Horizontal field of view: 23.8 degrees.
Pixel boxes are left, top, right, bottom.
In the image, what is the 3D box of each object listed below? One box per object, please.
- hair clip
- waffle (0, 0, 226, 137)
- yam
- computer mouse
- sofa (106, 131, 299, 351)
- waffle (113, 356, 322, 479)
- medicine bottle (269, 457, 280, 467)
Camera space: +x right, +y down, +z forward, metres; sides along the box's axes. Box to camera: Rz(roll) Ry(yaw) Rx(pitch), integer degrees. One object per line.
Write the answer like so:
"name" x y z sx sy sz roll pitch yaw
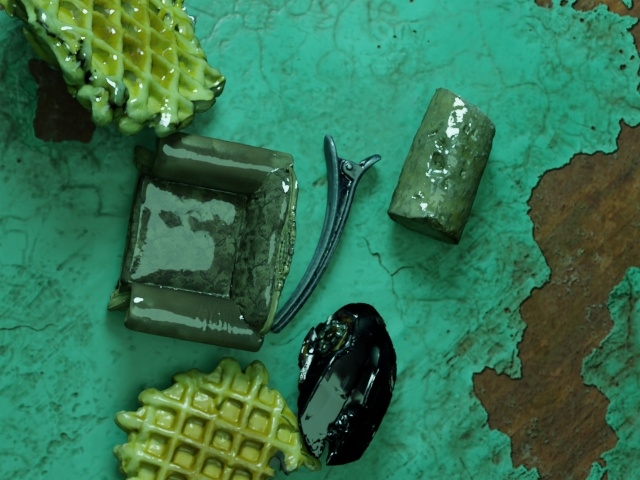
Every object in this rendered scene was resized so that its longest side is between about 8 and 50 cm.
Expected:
"hair clip" 0.000 0.000 2.031 0.083 0.048 0.275 21 85 -17
"waffle" -0.258 -0.267 1.884 0.317 0.073 0.297 57 33 4
"yam" 0.169 -0.103 2.047 0.107 0.107 0.194 22 83 -13
"computer mouse" 0.040 0.182 1.986 0.146 0.077 0.241 30 60 -19
"sofa" -0.149 -0.001 1.922 0.200 0.182 0.258 11 87 -13
"waffle" -0.133 0.288 1.933 0.250 0.056 0.261 -26 85 -15
"medicine bottle" -0.073 0.275 2.003 0.089 0.052 0.052 -17 93 -14
